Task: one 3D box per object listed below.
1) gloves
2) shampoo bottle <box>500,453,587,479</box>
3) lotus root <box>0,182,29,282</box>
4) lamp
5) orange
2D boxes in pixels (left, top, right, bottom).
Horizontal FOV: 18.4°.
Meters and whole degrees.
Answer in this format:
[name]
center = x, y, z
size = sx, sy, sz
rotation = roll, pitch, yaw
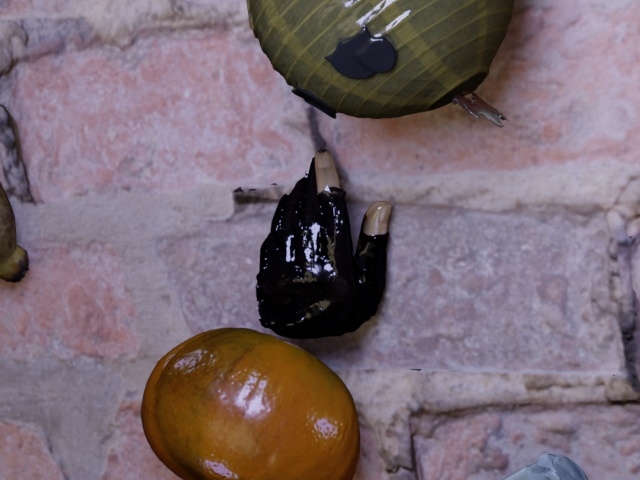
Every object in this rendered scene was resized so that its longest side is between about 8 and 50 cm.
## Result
[gloves]
center = -0.003, 0.001, 1.976
size = 0.129, 0.106, 0.181
rotation = 8, 115, 30
[shampoo bottle]
center = 0.181, 0.287, 2.005
size = 0.212, 0.049, 0.072
rotation = -39, 82, 35
[lotus root]
center = -0.406, -0.034, 2.195
size = 0.214, 0.138, 0.138
rotation = 43, 124, -3
[lamp]
center = 0.070, -0.206, 1.775
size = 0.250, 0.250, 0.284
rotation = -40, 83, 34
[orange]
center = -0.067, 0.183, 2.023
size = 0.240, 0.240, 0.171
rotation = 20, 74, 23
